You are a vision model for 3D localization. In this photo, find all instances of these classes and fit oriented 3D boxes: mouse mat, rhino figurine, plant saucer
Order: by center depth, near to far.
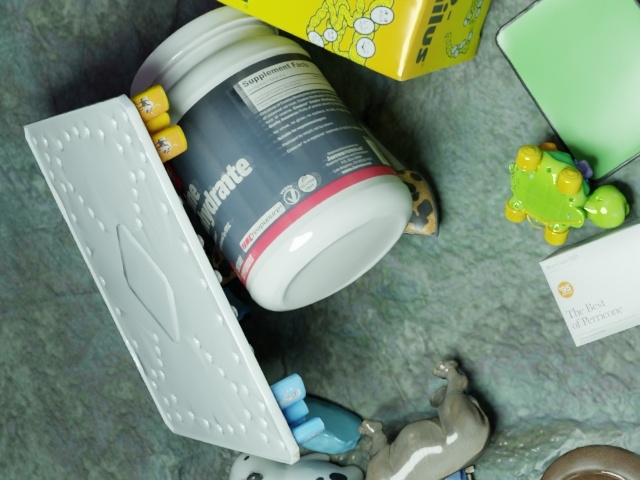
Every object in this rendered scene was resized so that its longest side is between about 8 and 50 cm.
[{"bbox_3d":[0.278,-0.170,1.814,0.152,0.007,0.190,-35,84,30],"label":"mouse mat"},{"bbox_3d":[0.299,0.299,1.906,0.168,0.029,0.169,7,106,27],"label":"plant saucer"},{"bbox_3d":[0.080,0.242,1.928,0.243,0.073,0.106,-40,49,7],"label":"rhino figurine"}]

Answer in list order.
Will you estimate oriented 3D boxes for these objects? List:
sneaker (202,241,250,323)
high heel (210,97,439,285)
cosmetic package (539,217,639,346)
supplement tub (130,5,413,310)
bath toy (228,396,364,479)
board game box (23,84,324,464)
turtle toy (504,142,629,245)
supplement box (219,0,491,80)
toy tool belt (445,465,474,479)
[{"bbox_3d":[-0.144,0.039,2.058,0.162,0.063,0.073,35,113,16],"label":"sneaker"},{"bbox_3d":[0.000,0.000,1.949,0.186,0.093,0.261,47,110,17],"label":"high heel"},{"bbox_3d":[0.345,0.019,1.794,0.239,0.060,0.099,-24,90,30],"label":"cosmetic package"},{"bbox_3d":[-0.052,-0.083,1.825,0.191,0.191,0.272,-46,69,29],"label":"supplement tub"},{"bbox_3d":[-0.041,0.356,2.044,0.151,0.129,0.348,12,108,25],"label":"bath toy"},{"bbox_3d":[-0.161,0.034,1.884,0.390,0.050,0.390,65,159,-9],"label":"board game box"},{"bbox_3d":[0.247,-0.048,1.823,0.130,0.066,0.095,31,138,22],"label":"turtle toy"},{"bbox_3d":[-0.003,-0.324,1.817,0.356,0.195,0.194,26,113,20],"label":"supplement box"},{"bbox_3d":[0.145,0.263,1.963,0.051,0.052,0.083,-25,71,24],"label":"toy tool belt"}]
